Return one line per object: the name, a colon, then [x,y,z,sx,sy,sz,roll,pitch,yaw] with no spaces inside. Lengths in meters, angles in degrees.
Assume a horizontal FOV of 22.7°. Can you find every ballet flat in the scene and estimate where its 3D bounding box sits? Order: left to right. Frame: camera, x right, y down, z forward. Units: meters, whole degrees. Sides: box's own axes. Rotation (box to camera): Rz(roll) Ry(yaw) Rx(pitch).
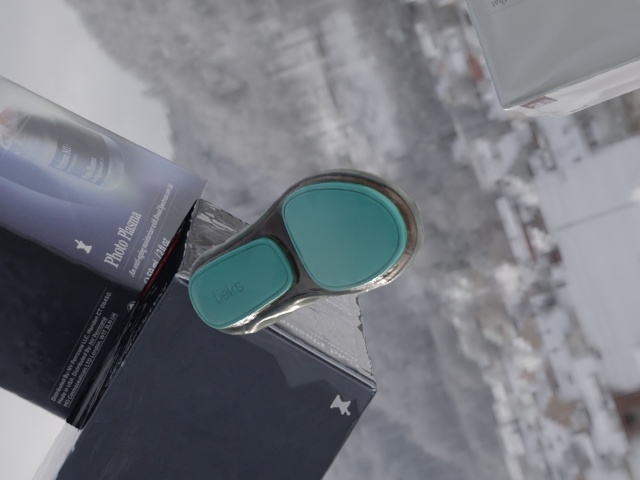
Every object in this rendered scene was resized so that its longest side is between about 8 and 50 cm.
ballet flat: [0.000,0.000,0.915,0.068,0.213,0.072,-26,-89,-40]

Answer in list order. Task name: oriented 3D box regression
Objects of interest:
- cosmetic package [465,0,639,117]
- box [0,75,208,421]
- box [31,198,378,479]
cosmetic package: [0.191,-0.199,1.156,0.151,0.151,0.184,-6,-104,-66]
box: [-0.297,-0.004,1.605,0.294,0.183,0.296,26,-155,-8]
box: [-0.118,0.173,1.325,0.179,0.343,0.312,30,-171,-8]
